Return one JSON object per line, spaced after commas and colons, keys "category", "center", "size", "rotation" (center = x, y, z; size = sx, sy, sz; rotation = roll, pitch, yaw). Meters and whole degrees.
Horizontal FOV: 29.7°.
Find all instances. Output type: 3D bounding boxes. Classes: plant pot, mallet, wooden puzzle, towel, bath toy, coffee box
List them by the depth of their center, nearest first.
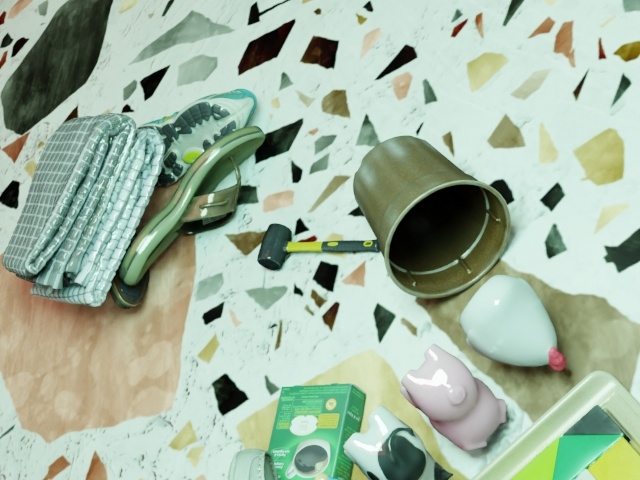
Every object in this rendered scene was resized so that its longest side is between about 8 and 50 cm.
{"category": "wooden puzzle", "center": [0.283, 0.278, 1.259], "size": [0.221, 0.044, 0.239], "rotation": [-43, 46, 6]}
{"category": "bath toy", "center": [0.144, 0.199, 1.358], "size": [0.129, 0.151, 0.348], "rotation": [39, 85, 14]}
{"category": "coffee box", "center": [-0.014, 0.269, 1.490], "size": [0.113, 0.040, 0.184], "rotation": [-8, 57, 34]}
{"category": "plant pot", "center": [0.126, -0.040, 1.513], "size": [0.167, 0.167, 0.165], "rotation": [-43, 38, 6]}
{"category": "mallet", "center": [0.000, 0.000, 1.664], "size": [0.189, 0.039, 0.062], "rotation": [-8, 56, 28]}
{"category": "towel", "center": [-0.365, -0.052, 1.792], "size": [0.235, 0.121, 0.284], "rotation": [6, 70, 59]}

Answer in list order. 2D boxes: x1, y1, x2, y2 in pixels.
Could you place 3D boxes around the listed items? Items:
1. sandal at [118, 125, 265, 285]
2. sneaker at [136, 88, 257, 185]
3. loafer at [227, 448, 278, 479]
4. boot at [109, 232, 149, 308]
{"category": "sandal", "center": [-0.178, -0.043, 1.786], "size": [0.086, 0.120, 0.303], "rotation": [37, 83, 7]}
{"category": "sneaker", "center": [-0.209, -0.165, 1.898], "size": [0.275, 0.107, 0.110], "rotation": [-17, 20, 36]}
{"category": "loafer", "center": [-0.033, 0.387, 1.368], "size": [0.111, 0.112, 0.320], "rotation": [-18, 69, 11]}
{"category": "boot", "center": [-0.328, 0.048, 1.859], "size": [0.106, 0.082, 0.219], "rotation": [-46, 38, 24]}
